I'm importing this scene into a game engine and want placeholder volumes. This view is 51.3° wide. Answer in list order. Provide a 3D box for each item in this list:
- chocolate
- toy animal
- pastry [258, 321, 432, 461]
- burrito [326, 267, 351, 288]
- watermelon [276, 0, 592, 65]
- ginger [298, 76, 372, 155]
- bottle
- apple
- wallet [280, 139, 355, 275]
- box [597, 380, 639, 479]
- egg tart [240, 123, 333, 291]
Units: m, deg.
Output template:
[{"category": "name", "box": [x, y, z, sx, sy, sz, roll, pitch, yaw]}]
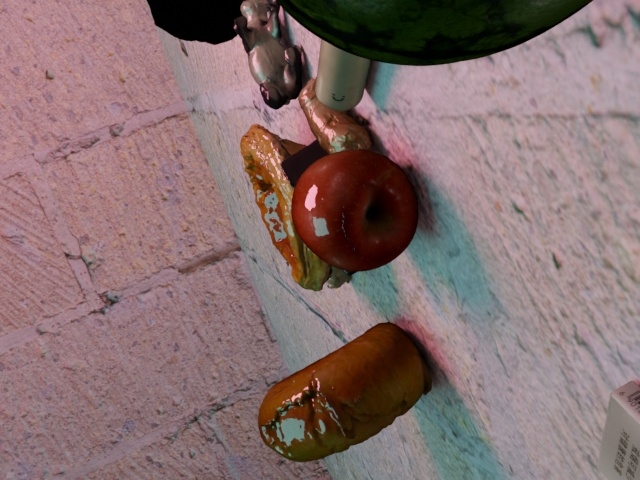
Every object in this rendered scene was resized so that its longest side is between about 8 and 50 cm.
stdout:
[{"category": "chocolate", "box": [-0.241, -0.513, 1.282, 0.224, 0.206, 0.177, 75, 176, -50]}, {"category": "toy animal", "box": [-0.095, -0.348, 1.210, 0.121, 0.094, 0.225, 167, 78, -86]}, {"category": "pastry", "box": [0.044, 0.282, 1.231, 0.163, 0.356, 0.356, 59, 166, 4]}, {"category": "burrito", "box": [0.002, -0.001, 1.460, 0.229, 0.063, 0.058, 66, -165, -5]}, {"category": "watermelon", "box": [0.066, -0.242, 0.367, 0.285, 0.285, 0.285, 60, 165, 27]}, {"category": "ginger", "box": [0.020, -0.187, 1.061, 0.190, 0.069, 0.095, 57, 156, 35]}, {"category": "bottle", "box": [0.035, -0.256, 0.881, 0.072, 0.072, 0.201, 62, 167, 18]}, {"category": "apple", "box": [0.045, -0.043, 0.954, 0.168, 0.181, 0.180, 6, 120, 57]}, {"category": "wallet", "box": [0.037, -0.067, 1.086, 0.244, 0.124, 0.025, 59, -176, 27]}, {"category": "box", "box": [0.349, 0.254, 0.591, 0.245, 0.035, 0.139, 51, 159, 49]}, {"category": "egg tart", "box": [-0.040, -0.074, 1.308, 0.352, 0.150, 0.352, 60, 164, 29]}]
